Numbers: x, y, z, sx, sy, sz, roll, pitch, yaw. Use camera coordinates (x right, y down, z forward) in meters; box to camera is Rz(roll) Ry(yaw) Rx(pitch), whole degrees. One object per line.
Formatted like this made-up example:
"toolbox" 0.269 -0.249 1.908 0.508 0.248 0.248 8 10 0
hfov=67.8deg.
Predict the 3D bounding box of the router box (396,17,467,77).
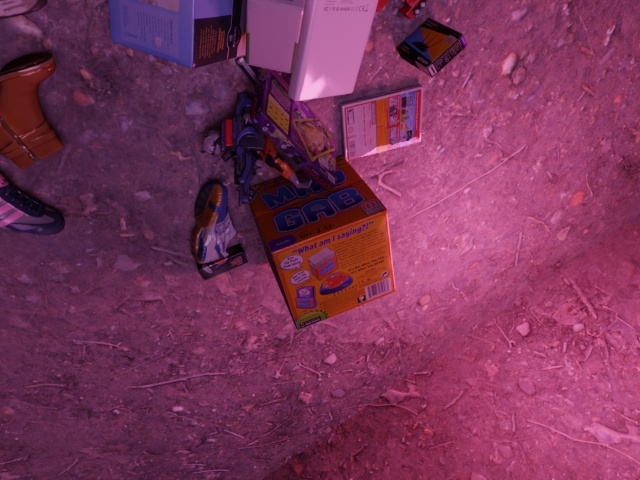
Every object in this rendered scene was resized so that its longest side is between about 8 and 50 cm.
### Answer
"router box" 0.321 -0.565 1.390 0.133 0.179 0.046 -41 134 9

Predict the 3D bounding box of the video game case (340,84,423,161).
"video game case" 0.206 -0.387 1.581 0.285 0.025 0.204 -17 131 -12

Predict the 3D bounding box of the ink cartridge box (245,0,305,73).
"ink cartridge box" -0.088 -0.555 1.053 0.117 0.278 0.201 9 161 -7

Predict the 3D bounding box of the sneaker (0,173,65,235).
"sneaker" -0.838 -0.110 1.264 0.319 0.112 0.131 19 119 -36

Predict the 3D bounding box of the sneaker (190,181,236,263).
"sneaker" -0.336 -0.062 1.555 0.131 0.112 0.296 -9 133 -41

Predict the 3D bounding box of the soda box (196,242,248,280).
"soda box" -0.346 0.076 1.674 0.169 0.053 0.060 -24 132 -7

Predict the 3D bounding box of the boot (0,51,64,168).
"boot" -0.711 -0.309 1.165 0.284 0.109 0.220 -29 131 2

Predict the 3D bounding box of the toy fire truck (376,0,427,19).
"toy fire truck" 0.241 -0.701 1.335 0.135 0.047 0.192 29 110 -39

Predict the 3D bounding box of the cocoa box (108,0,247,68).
"cocoa box" -0.289 -0.580 1.008 0.228 0.232 0.347 -47 156 -52

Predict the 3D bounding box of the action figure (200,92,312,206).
"action figure" -0.191 -0.231 1.397 0.330 0.341 0.178 14 161 -24

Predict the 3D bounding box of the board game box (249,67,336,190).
"board game box" -0.065 -0.319 1.374 0.056 0.208 0.347 -16 142 31

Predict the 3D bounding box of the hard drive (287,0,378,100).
"hard drive" 0.042 -0.560 1.283 0.233 0.047 0.353 -21 142 -37

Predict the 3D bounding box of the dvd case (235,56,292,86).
"dvd case" -0.105 -0.511 1.346 0.221 0.018 0.164 -37 133 5

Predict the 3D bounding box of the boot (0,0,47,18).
"boot" -0.776 -0.569 0.913 0.378 0.138 0.284 -16 132 -17

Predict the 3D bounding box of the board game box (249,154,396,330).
"board game box" 0.000 0.000 1.568 0.357 0.356 0.356 -20 131 -8
